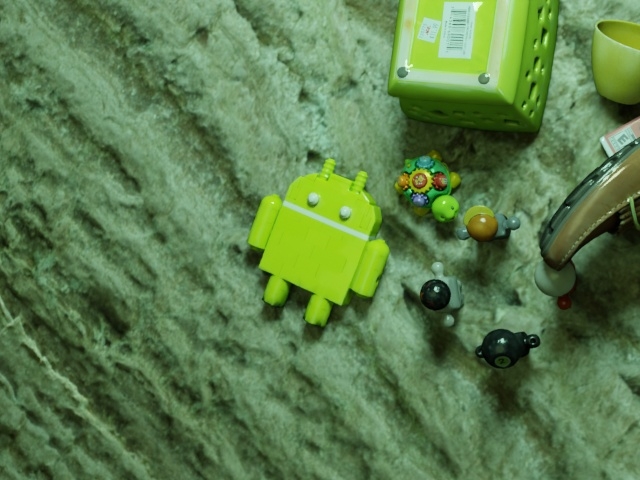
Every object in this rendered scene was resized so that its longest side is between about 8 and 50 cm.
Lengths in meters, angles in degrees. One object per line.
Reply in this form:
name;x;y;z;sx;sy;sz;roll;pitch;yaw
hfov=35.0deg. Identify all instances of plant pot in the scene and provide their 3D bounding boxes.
plant pot;0.461;-0.260;1.520;0.134;0.134;0.095;25;123;20
plant pot;0.228;-0.298;1.558;0.227;0.207;0.228;9;90;21

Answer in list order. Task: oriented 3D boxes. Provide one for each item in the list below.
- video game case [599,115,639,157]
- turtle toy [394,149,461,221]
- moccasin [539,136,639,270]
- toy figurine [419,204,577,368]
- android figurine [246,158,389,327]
video game case;0.593;-0.135;1.511;0.285;0.025;0.204;-30;78;17
turtle toy;0.178;-0.084;1.644;0.095;0.066;0.130;-43;75;14
moccasin;0.477;-0.076;1.446;0.380;0.139;0.147;-36;83;-9
toy figurine;0.272;0.070;1.560;0.209;0.148;0.213;39;102;17
android figurine;0.000;0.000;1.717;0.248;0.056;0.273;25;99;20
